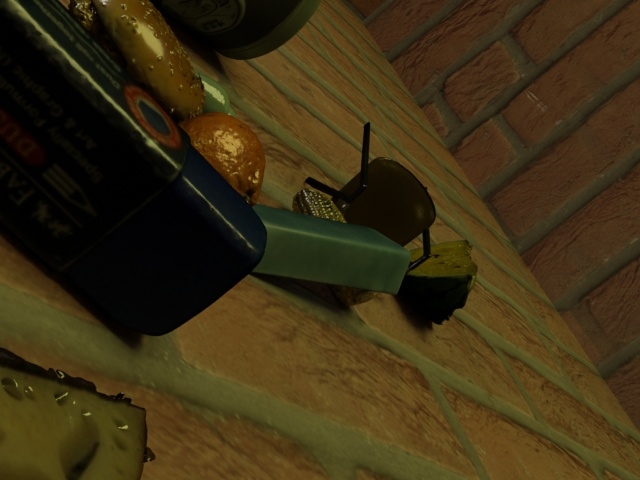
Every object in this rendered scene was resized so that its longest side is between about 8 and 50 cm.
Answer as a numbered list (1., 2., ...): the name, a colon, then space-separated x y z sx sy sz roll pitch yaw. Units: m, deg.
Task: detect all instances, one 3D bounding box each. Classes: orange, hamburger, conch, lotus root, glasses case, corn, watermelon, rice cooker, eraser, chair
1. orange: -0.121 -0.071 1.158 0.135 0.135 0.117 35 9 -45
2. hamburger: -0.210 -0.199 1.187 0.191 0.118 0.182 54 -4 16
3. conch: -0.167 -0.175 1.444 0.180 0.088 0.065 34 -22 -30
4. lotus root: -0.180 0.138 0.612 0.261 0.074 0.170 35 22 -50
5. glasses case: 0.000 0.000 1.367 0.266 0.056 0.105 11 40 -44
6. corn: 0.018 0.005 1.518 0.072 0.072 0.203 31 25 -53
7. watermelon: 0.203 0.059 1.810 0.123 0.129 0.301 52 9 -5
8. rice cooker: -0.146 -0.456 1.762 0.277 0.288 0.288 37 20 -47
9. eraser: -0.206 -0.069 0.884 0.332 0.155 0.101 47 17 -19
10. chair: 0.084 -0.039 1.665 0.159 0.172 0.247 46 9 -23
